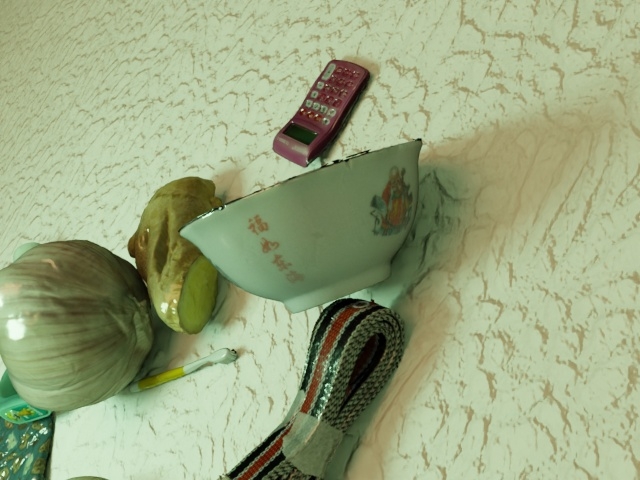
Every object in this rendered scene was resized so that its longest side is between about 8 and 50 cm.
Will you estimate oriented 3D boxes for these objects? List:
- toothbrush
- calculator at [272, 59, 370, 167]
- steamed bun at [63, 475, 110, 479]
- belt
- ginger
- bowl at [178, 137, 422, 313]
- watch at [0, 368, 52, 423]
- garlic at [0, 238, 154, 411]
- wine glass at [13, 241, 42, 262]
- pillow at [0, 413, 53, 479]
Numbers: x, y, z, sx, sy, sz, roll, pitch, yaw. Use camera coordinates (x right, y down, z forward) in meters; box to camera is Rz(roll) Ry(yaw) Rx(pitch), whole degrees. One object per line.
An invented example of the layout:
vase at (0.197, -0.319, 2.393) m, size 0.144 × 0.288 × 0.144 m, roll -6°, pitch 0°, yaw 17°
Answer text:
toothbrush at (-0.231, 0.217, 1.571) m, size 0.288 × 0.024 × 0.021 m, roll -24°, pitch 47°, yaw 43°
calculator at (0.003, -0.208, 1.561) m, size 0.190 × 0.034 × 0.126 m, roll -55°, pitch 34°, yaw -1°
steamed bun at (-0.393, 0.470, 1.461) m, size 0.232 × 0.145 × 0.232 m, roll -46°, pitch 29°, yaw 36°
belt at (-0.011, 0.237, 1.205) m, size 0.359 × 0.126 × 0.094 m, roll -59°, pitch 25°, yaw -7°
ginger at (-0.241, 0.022, 1.624) m, size 0.190 × 0.126 × 0.354 m, roll -24°, pitch 41°, yaw 5°
bowl at (0.000, 0.000, 1.254) m, size 0.345 × 0.345 × 0.157 m, roll -22°, pitch 88°, yaw 42°
watch at (-0.538, 0.259, 1.863) m, size 0.237 × 0.068 × 0.195 m, roll -22°, pitch 37°, yaw 38°
garlic at (-0.414, 0.142, 1.619) m, size 0.259 × 0.317 × 0.317 m, roll -5°, pitch 55°, yaw 7°
wine glass at (-0.631, 0.109, 2.077) m, size 0.103 × 0.103 × 0.231 m, roll -45°, pitch 35°, yaw 22°
pillow at (-0.586, 0.410, 1.875) m, size 0.189 × 0.034 × 0.256 m, roll -37°, pitch 40°, yaw 28°
